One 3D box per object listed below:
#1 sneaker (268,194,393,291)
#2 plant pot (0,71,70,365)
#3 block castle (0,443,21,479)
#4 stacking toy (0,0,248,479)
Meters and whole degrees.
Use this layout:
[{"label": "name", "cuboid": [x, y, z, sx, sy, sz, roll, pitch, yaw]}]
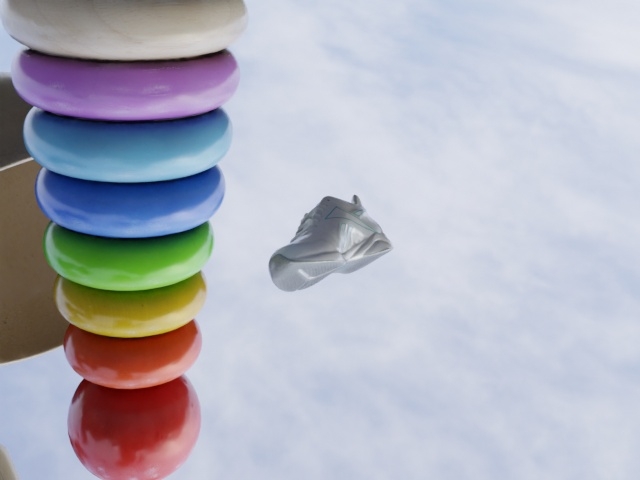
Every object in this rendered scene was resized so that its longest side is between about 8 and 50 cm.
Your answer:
[{"label": "sneaker", "cuboid": [0.000, 0.000, 0.704, 0.152, 0.054, 0.061, -15, -104, -59]}, {"label": "plant pot", "cuboid": [-0.289, -0.043, 0.821, 0.284, 0.284, 0.191, -18, -122, -30]}, {"label": "block castle", "cuboid": [-0.532, 0.398, 0.931, 0.303, 0.212, 0.453, -23, 180, 43]}, {"label": "stacking toy", "cuboid": [-0.116, 0.006, 0.569, 0.141, 0.330, 0.141, 2, -159, -1]}]
